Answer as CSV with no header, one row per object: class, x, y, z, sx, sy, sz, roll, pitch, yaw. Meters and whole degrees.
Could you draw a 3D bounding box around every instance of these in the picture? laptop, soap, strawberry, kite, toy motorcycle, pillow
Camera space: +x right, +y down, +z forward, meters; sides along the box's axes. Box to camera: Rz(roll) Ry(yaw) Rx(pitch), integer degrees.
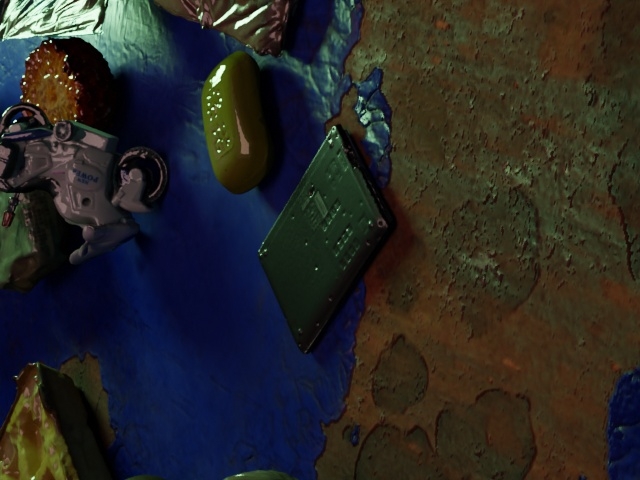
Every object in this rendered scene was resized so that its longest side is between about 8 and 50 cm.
laptop,0.000,0.000,1.441,0.180,0.016,0.129,-59,42,37
soap,-0.082,-0.115,1.544,0.089,0.045,0.140,-38,57,53
strawberry,-0.285,-0.166,1.810,0.145,0.086,0.145,-4,85,58
kite,-0.278,-0.341,1.799,0.368,0.014,0.406,-41,41,28
toy motorcycle,-0.279,-0.058,1.734,0.221,0.102,0.150,22,100,15
pillow,-0.093,-0.272,1.570,0.248,0.049,0.135,31,114,48

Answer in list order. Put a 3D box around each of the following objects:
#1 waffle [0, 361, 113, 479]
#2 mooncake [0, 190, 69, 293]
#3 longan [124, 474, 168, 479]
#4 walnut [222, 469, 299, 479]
waffle,-0.330,0.355,1.853,0.348,0.077,0.304,-59,42,35
mooncake,-0.344,-0.009,1.898,0.130,0.073,0.125,-28,68,54
longan,-0.180,0.293,1.618,0.113,0.092,0.113,22,115,57
walnut,-0.048,0.305,1.364,0.178,0.178,0.230,41,131,49
